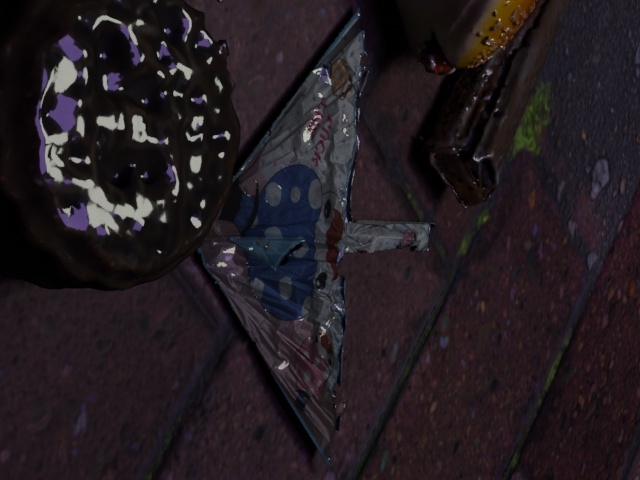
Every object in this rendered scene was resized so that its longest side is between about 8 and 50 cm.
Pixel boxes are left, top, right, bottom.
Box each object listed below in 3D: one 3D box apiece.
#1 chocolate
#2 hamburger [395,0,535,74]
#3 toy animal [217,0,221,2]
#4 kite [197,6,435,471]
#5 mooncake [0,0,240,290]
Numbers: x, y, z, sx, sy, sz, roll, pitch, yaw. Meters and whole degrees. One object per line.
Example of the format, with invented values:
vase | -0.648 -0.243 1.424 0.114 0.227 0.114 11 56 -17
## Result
chocolate | 0.189 -0.180 1.673 0.102 0.065 0.329 56 50 -43
hamburger | 0.152 -0.241 1.533 0.116 0.173 0.210 43 51 -6
toy animal | -0.023 -0.241 1.327 0.219 0.095 0.155 60 41 -39
kite | -0.001 0.000 1.475 0.368 0.014 0.406 0 95 -56
mooncake | -0.153 -0.078 1.144 0.228 0.124 0.228 -12 104 -53
